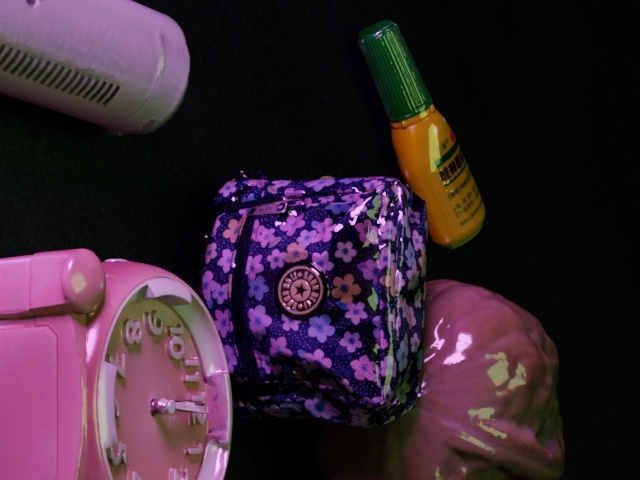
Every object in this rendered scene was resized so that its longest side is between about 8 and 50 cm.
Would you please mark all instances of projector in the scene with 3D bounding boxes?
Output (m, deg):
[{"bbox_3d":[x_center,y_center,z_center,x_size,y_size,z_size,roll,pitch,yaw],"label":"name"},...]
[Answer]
[{"bbox_3d":[-0.244,-0.164,0.973,0.337,0.108,0.108,15,71,-51],"label":"projector"}]

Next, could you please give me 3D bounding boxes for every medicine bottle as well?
[{"bbox_3d":[0.109,-0.117,1.471,0.095,0.064,0.260,-48,120,-46],"label":"medicine bottle"}]

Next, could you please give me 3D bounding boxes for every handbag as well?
[{"bbox_3d":[-0.014,0.046,1.158,0.127,0.208,0.228,17,73,-65],"label":"handbag"}]

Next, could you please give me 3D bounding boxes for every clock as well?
[{"bbox_3d":[-0.164,0.128,1.008,0.241,0.142,0.227,14,72,-61],"label":"clock"}]

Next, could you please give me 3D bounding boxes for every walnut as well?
[{"bbox_3d":[0.115,0.166,1.280,0.273,0.273,0.227,14,36,-51],"label":"walnut"}]

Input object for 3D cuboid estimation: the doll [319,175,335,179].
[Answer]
[{"bbox_3d":[0.000,0.000,1.314,0.190,0.050,0.115,-31,111,-49],"label":"doll"}]
